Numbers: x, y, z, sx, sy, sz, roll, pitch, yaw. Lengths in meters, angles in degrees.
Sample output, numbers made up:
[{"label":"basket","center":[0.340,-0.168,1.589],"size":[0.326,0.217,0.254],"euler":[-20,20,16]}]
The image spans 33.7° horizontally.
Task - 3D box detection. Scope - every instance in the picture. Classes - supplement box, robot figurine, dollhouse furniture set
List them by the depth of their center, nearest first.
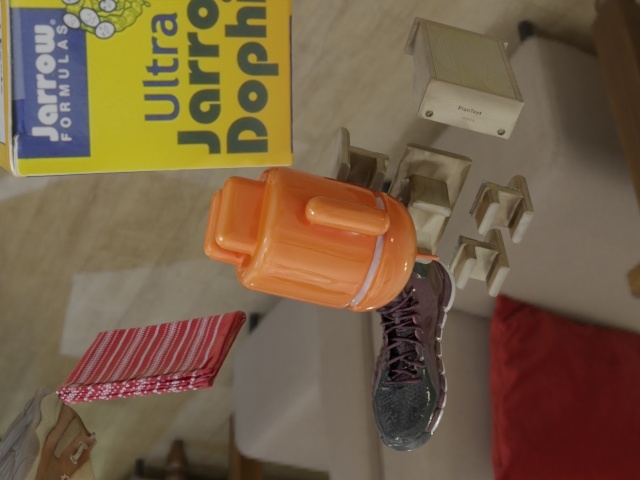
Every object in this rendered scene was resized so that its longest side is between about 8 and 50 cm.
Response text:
[{"label":"supplement box","center":[-0.172,-0.162,0.843],"size":[0.195,0.194,0.356],"euler":[-4,-170,-21]},{"label":"robot figurine","center":[-0.001,0.000,1.043],"size":[0.220,0.128,0.158],"euler":[13,123,-16]},{"label":"dollhouse furniture set","center":[0.122,-0.093,1.157],"size":[0.212,0.161,0.242],"euler":[13,123,-8]}]

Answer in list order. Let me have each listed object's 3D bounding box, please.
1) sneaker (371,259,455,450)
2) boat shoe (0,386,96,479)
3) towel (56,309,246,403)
[{"label":"sneaker","center":[0.093,0.117,1.366],"size":[0.106,0.281,0.162],"euler":[-9,145,27]},{"label":"boat shoe","center":[-0.308,0.273,1.196],"size":[0.116,0.324,0.123],"euler":[38,102,-14]},{"label":"towel","center":[-0.265,0.180,1.672],"size":[0.275,0.199,0.031],"euler":[-9,115,17]}]
